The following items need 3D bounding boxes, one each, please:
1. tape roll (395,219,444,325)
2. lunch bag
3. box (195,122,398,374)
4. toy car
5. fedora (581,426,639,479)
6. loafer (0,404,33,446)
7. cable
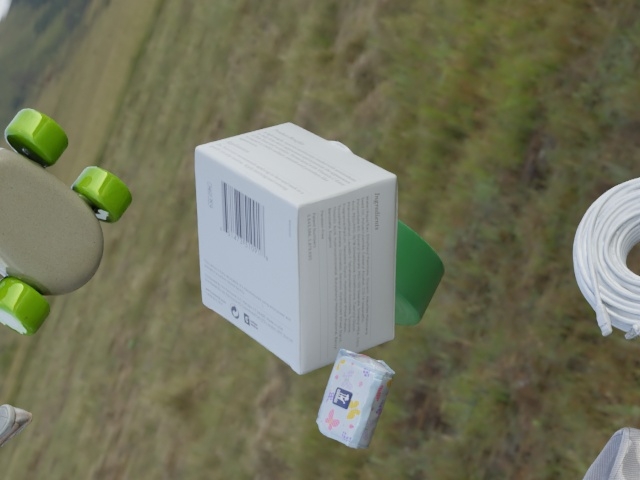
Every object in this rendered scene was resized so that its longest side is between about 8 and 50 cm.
[{"bbox_3d":[0.000,0.000,1.694,0.077,0.321,0.321,-61,3,-12],"label":"tape roll"},{"bbox_3d":[0.029,0.131,1.106,0.083,0.053,0.071,-147,76,-80],"label":"lunch bag"},{"bbox_3d":[-0.025,0.003,1.285,0.181,0.119,0.182,31,130,47],"label":"box"},{"bbox_3d":[-0.289,-0.012,1.187,0.188,0.149,0.155,-7,45,56],"label":"toy car"},{"bbox_3d":[0.397,0.334,1.663,0.244,0.124,0.275,132,162,-85],"label":"fedora"},{"bbox_3d":[-0.401,0.243,1.634,0.125,0.039,0.045,-38,53,35],"label":"loafer"},{"bbox_3d":[0.522,0.024,2.051,0.089,0.257,0.257,52,-163,-56],"label":"cable"}]
